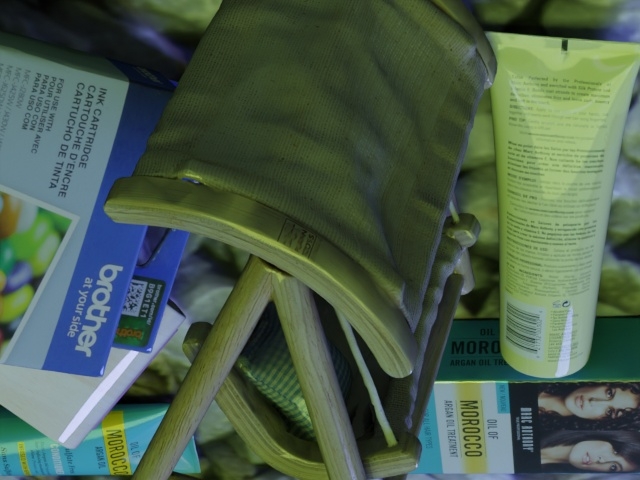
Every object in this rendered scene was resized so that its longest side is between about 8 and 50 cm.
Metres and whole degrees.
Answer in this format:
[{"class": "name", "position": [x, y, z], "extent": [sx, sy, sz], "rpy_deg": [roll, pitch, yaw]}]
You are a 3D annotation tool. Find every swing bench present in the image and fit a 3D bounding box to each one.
[{"class": "swing bench", "position": [0.000, 0.000, 0.893], "extent": [0.165, 0.253, 0.255], "rpy_deg": [13, 134, 8]}]

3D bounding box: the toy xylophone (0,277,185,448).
[{"class": "toy xylophone", "position": [-0.236, 0.035, 1.014], "extent": [0.236, 0.081, 0.323], "rpy_deg": [-43, 123, -7]}]

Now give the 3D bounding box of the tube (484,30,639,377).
[{"class": "tube", "position": [0.146, -0.022, 1.004], "extent": [0.070, 0.062, 0.240], "rpy_deg": [-21, 131, -21]}]

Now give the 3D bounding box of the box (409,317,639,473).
[{"class": "box", "position": [0.112, 0.110, 1.124], "extent": [0.244, 0.060, 0.100], "rpy_deg": [-2, 132, 9]}]

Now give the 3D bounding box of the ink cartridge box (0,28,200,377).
[{"class": "ink cartridge box", "position": [-0.202, -0.027, 0.925], "extent": [0.311, 0.065, 0.186], "rpy_deg": [11, 104, -32]}]

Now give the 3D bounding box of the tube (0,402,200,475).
[{"class": "tube", "position": [-0.196, 0.150, 1.217], "extent": [0.207, 0.052, 0.080], "rpy_deg": [-1, 139, 1]}]
